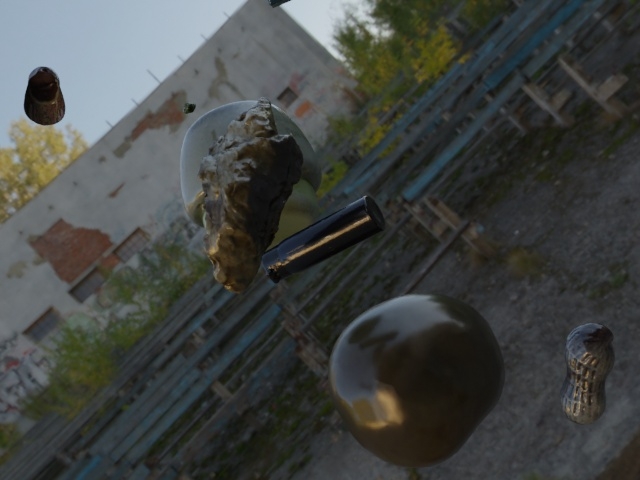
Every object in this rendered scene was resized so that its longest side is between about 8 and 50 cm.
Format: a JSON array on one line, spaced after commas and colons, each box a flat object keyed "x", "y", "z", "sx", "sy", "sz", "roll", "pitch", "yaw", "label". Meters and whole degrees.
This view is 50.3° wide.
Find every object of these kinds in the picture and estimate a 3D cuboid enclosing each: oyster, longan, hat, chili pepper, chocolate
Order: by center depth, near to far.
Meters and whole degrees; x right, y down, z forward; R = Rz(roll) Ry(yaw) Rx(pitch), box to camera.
[{"x": 0.398, "y": 0.199, "z": 1.022, "sx": 0.072, "sy": 0.072, "sz": 0.167, "roll": -46, "pitch": -41, "yaw": -63, "label": "chocolate"}, {"x": -0.415, "y": -0.218, "z": 1.024, "sx": 0.058, "sy": 0.087, "sz": 0.042, "roll": -6, "pitch": 21, "yaw": -14, "label": "hat"}, {"x": -0.111, "y": -0.093, "z": 1.114, "sx": 0.110, "sy": 0.166, "sz": 0.341, "roll": -7, "pitch": 51, "yaw": 42, "label": "oyster"}, {"x": 0.196, "y": 0.273, "z": 1.372, "sx": 0.361, "sy": 0.361, "sz": 0.361, "roll": -45, "pitch": 0, "yaw": 0, "label": "longan"}, {"x": -0.274, "y": -0.275, "z": 1.418, "sx": 0.027, "sy": 0.022, "sz": 0.083, "roll": -18, "pitch": 12, "yaw": -2, "label": "chili pepper"}]

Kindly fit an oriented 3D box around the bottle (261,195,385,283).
[{"x": 0.000, "y": 0.000, "z": 1.263, "sx": 0.244, "sy": 0.072, "sz": 0.082, "roll": -28, "pitch": 35, "yaw": 19, "label": "bottle"}]

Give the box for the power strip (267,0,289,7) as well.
[{"x": -0.042, "y": -0.474, "z": 1.271, "sx": 0.123, "sy": 0.032, "sz": 0.056, "roll": -21, "pitch": 13, "yaw": 8, "label": "power strip"}]

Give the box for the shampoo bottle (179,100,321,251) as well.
[{"x": -0.162, "y": -0.147, "z": 1.571, "sx": 0.322, "sy": 0.317, "sz": 0.322, "roll": -15, "pitch": -18, "yaw": -5, "label": "shampoo bottle"}]
